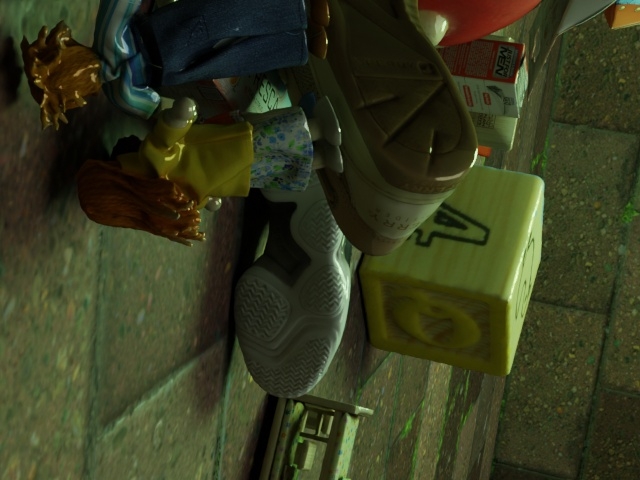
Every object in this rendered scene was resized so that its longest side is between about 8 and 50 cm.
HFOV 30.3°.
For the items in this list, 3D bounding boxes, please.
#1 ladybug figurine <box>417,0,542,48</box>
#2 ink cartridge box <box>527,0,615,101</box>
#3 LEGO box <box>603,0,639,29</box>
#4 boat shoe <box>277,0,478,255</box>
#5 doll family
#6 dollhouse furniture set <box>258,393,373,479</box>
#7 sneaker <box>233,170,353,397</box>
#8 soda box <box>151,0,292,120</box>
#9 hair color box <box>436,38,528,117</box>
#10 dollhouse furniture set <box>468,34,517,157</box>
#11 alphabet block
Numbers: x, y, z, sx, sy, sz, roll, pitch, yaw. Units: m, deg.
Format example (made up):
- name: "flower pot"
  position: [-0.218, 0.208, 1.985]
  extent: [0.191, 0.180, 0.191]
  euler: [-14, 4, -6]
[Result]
- name: "ladybug figurine"
  position: [0.174, -0.373, 1.095]
  extent: [0.305, 0.162, 0.449]
  euler: [47, 58, -64]
- name: "ink cartridge box"
  position: [0.271, -0.265, 1.183]
  extent: [0.181, 0.056, 0.225]
  euler: [-73, 180, -56]
- name: "LEGO box"
  position: [0.403, -0.590, 1.492]
  extent: [0.372, 0.193, 0.500]
  euler: [74, 4, -65]
- name: "boat shoe"
  position: [0.009, -0.149, 0.852]
  extent: [0.110, 0.121, 0.341]
  euler: [122, -36, -48]
- name: "doll family"
  position: [-0.076, -0.087, 0.661]
  extent: [0.263, 0.163, 0.118]
  euler: [84, -11, -44]
- name: "dollhouse furniture set"
  position: [-0.005, 0.256, 1.223]
  extent: [0.161, 0.101, 0.182]
  euler: [40, 62, -72]
- name: "sneaker"
  position: [0.000, 0.000, 1.059]
  extent: [0.153, 0.101, 0.268]
  euler: [-26, 123, -67]
- name: "soda box"
  position: [-0.068, -0.106, 0.835]
  extent: [0.183, 0.058, 0.063]
  euler: [57, 46, -69]
- name: "hair color box"
  position: [0.140, -0.185, 1.298]
  extent: [0.093, 0.167, 0.053]
  euler: [56, 48, -69]
- name: "dollhouse furniture set"
  position: [0.223, -0.163, 1.662]
  extent: [0.259, 0.135, 0.262]
  euler: [-8, 108, -73]
- name: "alphabet block"
  position: [0.172, 0.031, 1.520]
  extent: [0.192, 0.193, 0.197]
  euler: [76, 29, -53]
